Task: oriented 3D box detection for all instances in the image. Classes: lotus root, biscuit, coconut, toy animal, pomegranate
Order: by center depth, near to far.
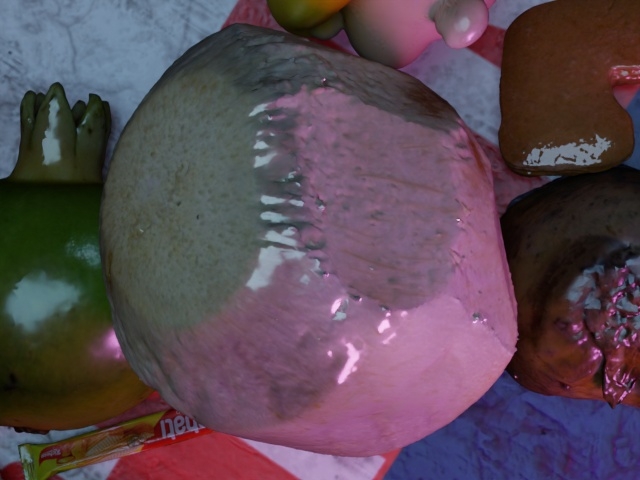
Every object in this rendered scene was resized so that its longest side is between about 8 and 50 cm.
[{"bbox_3d":[0.000,0.000,1.250,0.344,0.415,0.415,-6,90,34],"label":"coconut"},{"bbox_3d":[0.285,0.053,1.319,0.272,0.192,0.272,0,96,3],"label":"lotus root"},{"bbox_3d":[0.081,-0.313,1.331,0.246,0.277,0.345,13,60,-10],"label":"toy animal"},{"bbox_3d":[0.270,-0.155,1.352,0.186,0.036,0.192,1,71,11],"label":"biscuit"},{"bbox_3d":[-0.284,0.019,1.368,0.309,0.216,0.359,5,91,11],"label":"pomegranate"},{"bbox_3d":[-0.181,0.204,1.453,0.291,0.026,0.048,-16,69,7],"label":"biscuit"}]

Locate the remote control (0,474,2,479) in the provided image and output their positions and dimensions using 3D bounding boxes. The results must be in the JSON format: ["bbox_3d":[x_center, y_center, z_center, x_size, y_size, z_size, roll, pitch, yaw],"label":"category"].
[{"bbox_3d":[-0.441,0.306,1.472,0.230,0.049,0.090,-24,89,15],"label":"remote control"}]
